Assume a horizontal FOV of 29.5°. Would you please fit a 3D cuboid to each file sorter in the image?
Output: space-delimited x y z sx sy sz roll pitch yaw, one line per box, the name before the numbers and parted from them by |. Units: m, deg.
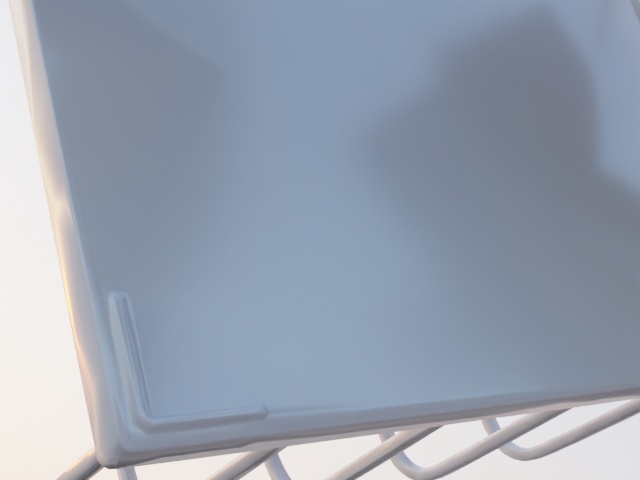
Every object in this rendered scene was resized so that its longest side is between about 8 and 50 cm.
file sorter | 0.000 0.000 0.479 0.278 0.193 0.173 -1 -25 -34
